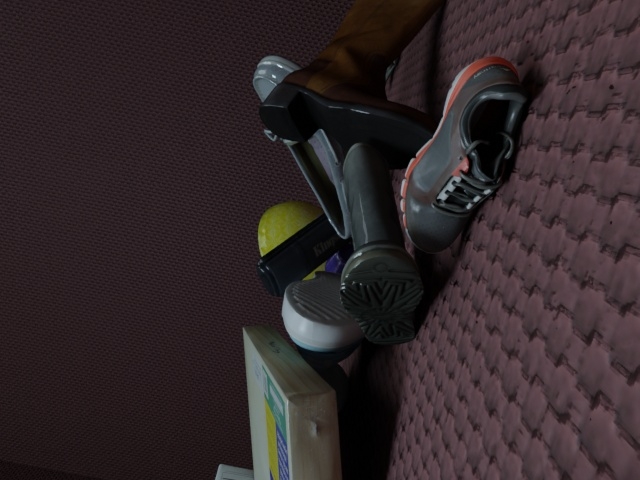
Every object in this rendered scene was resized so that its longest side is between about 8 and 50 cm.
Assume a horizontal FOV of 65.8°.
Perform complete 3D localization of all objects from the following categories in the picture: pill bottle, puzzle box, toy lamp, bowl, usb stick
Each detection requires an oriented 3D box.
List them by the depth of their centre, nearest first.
[{"bbox_3d":[-0.049,0.278,0.658,0.409,0.052,0.272,-178,85,-75],"label":"puzzle box"},{"bbox_3d":[0.000,0.000,0.884,0.278,0.077,0.045,-37,20,-34],"label":"usb stick"},{"bbox_3d":[-0.023,0.309,0.899,0.117,0.117,0.215,-81,3,-45],"label":"pill bottle"},{"bbox_3d":[0.035,0.100,1.030,0.274,0.080,0.080,106,175,-54],"label":"toy lamp"},{"bbox_3d":[-0.013,0.007,1.330,0.156,0.289,0.289,-25,38,32],"label":"bowl"}]

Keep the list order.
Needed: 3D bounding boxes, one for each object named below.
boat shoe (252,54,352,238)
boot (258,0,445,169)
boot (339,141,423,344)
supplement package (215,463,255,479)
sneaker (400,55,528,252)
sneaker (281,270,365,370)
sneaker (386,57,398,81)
[{"bbox_3d":[-0.008,-0.146,0.805,0.118,0.320,0.103,10,52,52],"label":"boat shoe"},{"bbox_3d":[0.092,-0.229,0.657,0.280,0.264,0.096,-52,-45,-21],"label":"boot"},{"bbox_3d":[0.057,-0.019,0.503,0.189,0.076,0.208,79,-168,-59],"label":"boot"},{"bbox_3d":[-0.112,0.556,0.809,0.262,0.198,0.199,-82,5,-59],"label":"supplement package"},{"bbox_3d":[0.101,-0.049,0.361,0.065,0.061,0.157,-94,13,-57],"label":"sneaker"},{"bbox_3d":[0.018,0.138,0.745,0.366,0.135,0.150,-6,-73,-80],"label":"sneaker"},{"bbox_3d":[0.145,-0.443,1.083,0.262,0.099,0.121,90,-179,-59],"label":"sneaker"}]
